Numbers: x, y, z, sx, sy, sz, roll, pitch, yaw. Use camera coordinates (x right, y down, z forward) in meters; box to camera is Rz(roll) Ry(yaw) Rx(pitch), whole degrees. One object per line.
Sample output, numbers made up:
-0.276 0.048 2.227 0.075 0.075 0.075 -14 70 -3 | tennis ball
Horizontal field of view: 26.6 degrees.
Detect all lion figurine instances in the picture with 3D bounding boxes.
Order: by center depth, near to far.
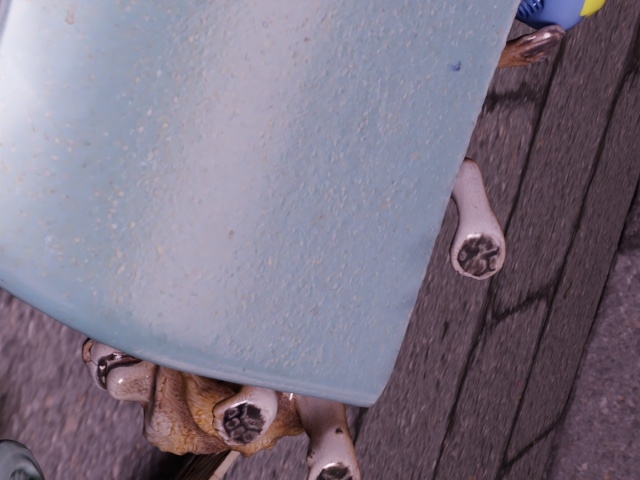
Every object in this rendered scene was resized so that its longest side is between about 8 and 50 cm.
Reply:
0.000 0.000 0.855 0.392 0.142 0.240 -54 -158 14 | lion figurine

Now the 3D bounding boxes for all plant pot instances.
-0.099 -0.081 0.645 0.252 0.247 0.248 9 103 -49 | plant pot

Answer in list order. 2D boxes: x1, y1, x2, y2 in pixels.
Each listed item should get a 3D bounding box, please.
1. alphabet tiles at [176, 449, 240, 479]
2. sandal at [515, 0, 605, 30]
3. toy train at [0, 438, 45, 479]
-0.110 0.199 1.007 0.237 0.009 0.198 -50 -177 -34 | alphabet tiles
0.043 -0.217 0.790 0.138 0.317 0.126 -25 141 -24 | sandal
-0.226 0.154 0.614 0.334 0.142 0.190 66 20 -57 | toy train
